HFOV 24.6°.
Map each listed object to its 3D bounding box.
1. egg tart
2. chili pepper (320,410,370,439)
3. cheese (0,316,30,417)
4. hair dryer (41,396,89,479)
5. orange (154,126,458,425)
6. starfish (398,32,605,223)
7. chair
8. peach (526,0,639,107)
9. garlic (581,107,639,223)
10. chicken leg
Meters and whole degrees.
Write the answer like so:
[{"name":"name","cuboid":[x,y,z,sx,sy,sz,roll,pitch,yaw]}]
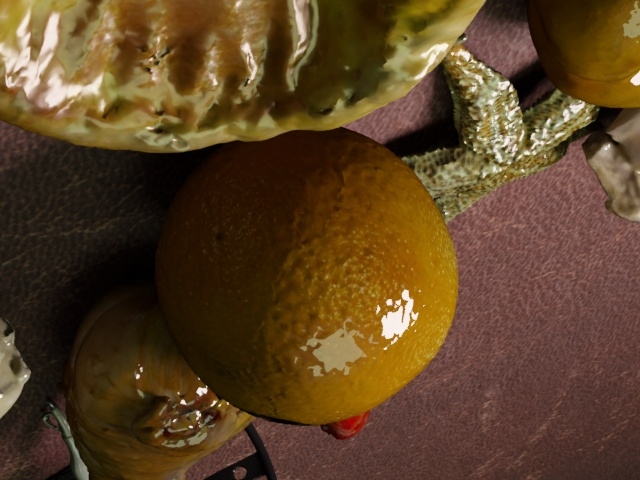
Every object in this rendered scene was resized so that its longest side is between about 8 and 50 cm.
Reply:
[{"name":"egg tart","cuboid":[-0.069,-0.196,0.885,0.388,0.169,0.388,-5,150,-3]},{"name":"chili pepper","cuboid":[0.030,0.211,1.890,0.073,0.070,0.123,-8,155,1]},{"name":"cheese","cuboid":[-0.395,0.119,1.280,0.233,0.127,0.266,-41,153,21]},{"name":"hair dryer","cuboid":[-0.230,0.260,1.655,0.167,0.067,0.199,11,131,6]},{"name":"orange","cuboid":[-0.010,0.030,1.295,0.274,0.274,0.274,-21,153,-11]},{"name":"starfish","cuboid":[0.173,-0.088,1.473,0.347,0.078,0.358,-13,151,-30]},{"name":"chair","cuboid":[-0.196,0.317,1.786,0.260,0.154,0.141,-30,154,13]},{"name":"peach","cuboid":[0.294,-0.219,1.253,0.251,0.153,0.251,-17,158,-7]},{"name":"garlic","cuboid":[0.414,-0.142,1.488,0.325,0.132,0.279,-39,165,10]},{"name":"chicken leg","cuboid":[-0.147,0.192,1.532,0.295,0.182,0.409,-26,142,-46]}]
